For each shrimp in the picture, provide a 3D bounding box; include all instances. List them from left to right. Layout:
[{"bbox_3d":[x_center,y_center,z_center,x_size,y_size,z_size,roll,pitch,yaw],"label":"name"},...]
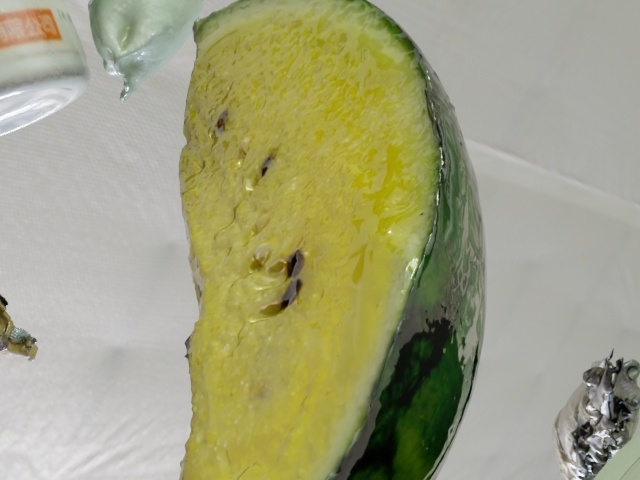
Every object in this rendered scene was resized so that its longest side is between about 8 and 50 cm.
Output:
[{"bbox_3d":[0.200,0.181,0.682,0.051,0.198,0.262,-14,-29,-2],"label":"shrimp"}]

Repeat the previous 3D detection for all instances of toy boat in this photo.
[{"bbox_3d":[-0.360,0.077,1.143,0.049,0.047,0.149,-24,-61,16],"label":"toy boat"}]

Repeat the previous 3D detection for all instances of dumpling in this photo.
[{"bbox_3d":[-0.177,-0.237,1.049,0.104,0.149,0.217,22,-110,-29],"label":"dumpling"}]

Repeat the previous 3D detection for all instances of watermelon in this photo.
[{"bbox_3d":[0.000,0.000,0.418,0.129,0.301,0.123,-10,-40,4],"label":"watermelon"}]

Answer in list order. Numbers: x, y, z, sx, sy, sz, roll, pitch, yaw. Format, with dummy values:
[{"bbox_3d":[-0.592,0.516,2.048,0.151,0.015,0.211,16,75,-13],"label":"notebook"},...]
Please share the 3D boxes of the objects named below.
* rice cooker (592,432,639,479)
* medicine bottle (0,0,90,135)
[{"bbox_3d":[0.232,0.189,0.444,0.226,0.226,0.244,-34,-72,-25],"label":"rice cooker"},{"bbox_3d":[-0.383,-0.287,1.021,0.211,0.211,0.372,-22,-89,-36],"label":"medicine bottle"}]
